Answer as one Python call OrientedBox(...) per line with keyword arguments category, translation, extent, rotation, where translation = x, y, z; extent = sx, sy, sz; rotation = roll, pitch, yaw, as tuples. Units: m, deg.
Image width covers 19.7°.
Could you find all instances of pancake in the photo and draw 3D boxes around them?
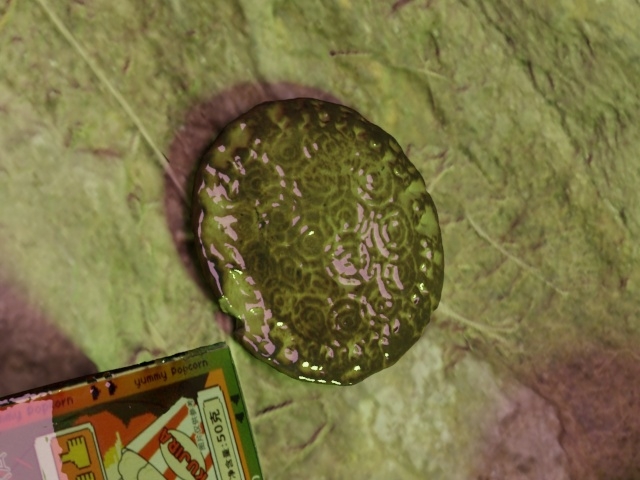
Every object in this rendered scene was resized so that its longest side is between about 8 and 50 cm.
OrientedBox(category="pancake", translation=(0.001, 0.000, 1.178), extent=(0.199, 0.021, 0.199), rotation=(8, 76, -35))

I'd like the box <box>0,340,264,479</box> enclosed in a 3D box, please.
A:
OrientedBox(category="box", translation=(-0.126, 0.172, 0.969), extent=(0.178, 0.148, 0.194), rotation=(-13, 87, -36))
